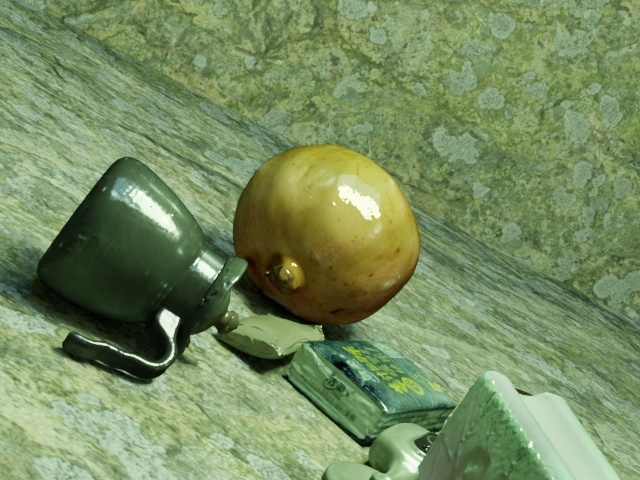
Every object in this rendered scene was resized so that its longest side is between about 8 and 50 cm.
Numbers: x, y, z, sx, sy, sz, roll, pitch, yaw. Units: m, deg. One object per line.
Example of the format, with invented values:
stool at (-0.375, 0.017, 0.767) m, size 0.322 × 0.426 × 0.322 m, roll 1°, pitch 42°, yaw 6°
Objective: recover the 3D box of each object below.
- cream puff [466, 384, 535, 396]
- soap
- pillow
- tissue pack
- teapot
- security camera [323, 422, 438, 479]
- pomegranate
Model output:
cream puff at (0.336, 0.331, 2.240) m, size 0.241 × 0.155 × 0.269 m, roll 33°, pitch 12°, yaw 5°
soap at (0.266, 0.386, 1.694) m, size 0.156 × 0.261 × 0.446 m, roll 25°, pitch 17°, yaw -23°
pillow at (-0.077, 0.152, 2.189) m, size 0.119 × 0.053 × 0.208 m, roll 21°, pitch 10°, yaw 21°
tissue pack at (0.086, 0.236, 2.197) m, size 0.185 × 0.081 × 0.257 m, roll 38°, pitch 16°, yaw 27°
teapot at (-0.234, 0.051, 1.922) m, size 0.285 × 0.223 × 0.305 m, roll 36°, pitch 11°, yaw -8°
security camera at (0.115, 0.336, 1.944) m, size 0.157 × 0.080 × 0.301 m, roll 37°, pitch 18°, yaw 19°
pomegranate at (0.000, 0.000, 2.410) m, size 0.338 × 0.338 × 0.338 m, roll 29°, pitch 14°, yaw -8°
